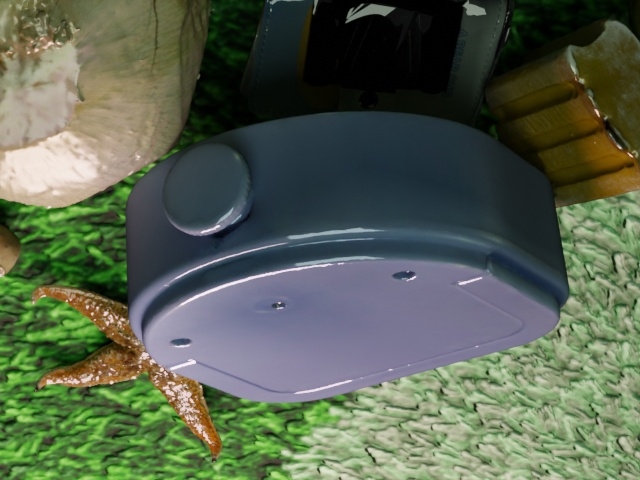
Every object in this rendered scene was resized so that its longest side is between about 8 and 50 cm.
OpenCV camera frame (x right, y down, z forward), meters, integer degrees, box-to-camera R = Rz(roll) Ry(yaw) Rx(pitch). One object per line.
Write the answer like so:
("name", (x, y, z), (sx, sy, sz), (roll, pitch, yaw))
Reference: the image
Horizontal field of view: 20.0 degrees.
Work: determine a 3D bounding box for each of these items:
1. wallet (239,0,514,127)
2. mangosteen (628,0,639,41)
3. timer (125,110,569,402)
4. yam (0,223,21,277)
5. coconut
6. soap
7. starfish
("wallet", (0.051, -0.169, 1.643), (0.231, 0.069, 0.170), (10, 119, -9))
("mangosteen", (0.423, -0.170, 1.528), (0.311, 0.311, 0.311), (0, 124, -1))
("timer", (0.000, 0.000, 1.610), (0.395, 0.173, 0.395), (-3, 158, -1))
("yam", (-0.391, -0.048, 1.660), (0.071, 0.067, 0.317), (-35, 138, 14))
("coconut", (-0.238, -0.173, 1.523), (0.297, 0.254, 0.297), (-2, 124, -2))
("soap", (0.228, -0.107, 1.596), (0.073, 0.232, 0.140), (-36, 95, -14))
("starfish", (-0.190, 0.125, 1.853), (0.247, 0.050, 0.138), (24, 121, -8))
